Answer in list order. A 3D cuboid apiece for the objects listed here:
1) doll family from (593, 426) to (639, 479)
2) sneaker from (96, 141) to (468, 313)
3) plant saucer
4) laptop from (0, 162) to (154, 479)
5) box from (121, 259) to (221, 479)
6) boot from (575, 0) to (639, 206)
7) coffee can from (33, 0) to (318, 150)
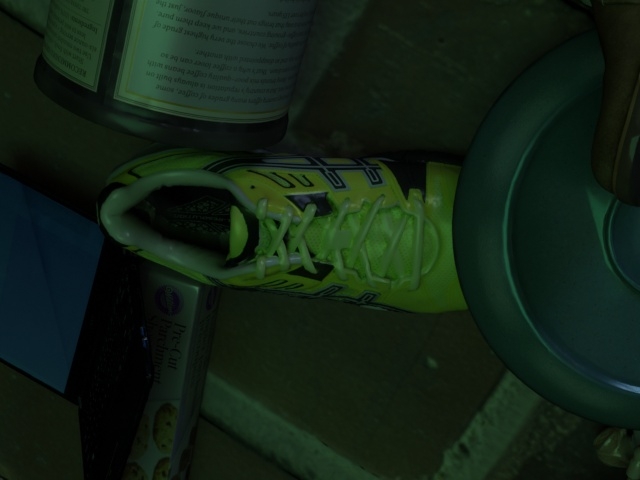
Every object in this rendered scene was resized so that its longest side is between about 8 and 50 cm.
[{"bbox_3d":[0.297,0.249,0.888,0.163,0.118,0.263,-21,100,31],"label":"doll family"},{"bbox_3d":[0.000,0.000,0.896,0.384,0.147,0.145,4,106,14],"label":"sneaker"},{"bbox_3d":[0.258,-0.008,0.812,0.317,0.044,0.318,0,97,1],"label":"plant saucer"},{"bbox_3d":[-0.251,0.100,0.989,0.136,0.264,0.234,6,129,-21],"label":"laptop"},{"bbox_3d":[-0.155,0.169,1.046,0.067,0.063,0.324,17,111,12],"label":"box"},{"bbox_3d":[0.212,-0.168,0.751,0.115,0.112,0.305,8,73,27],"label":"boot"},{"bbox_3d":[-0.089,-0.231,0.821,0.201,0.201,0.275,21,112,11],"label":"coffee can"}]
